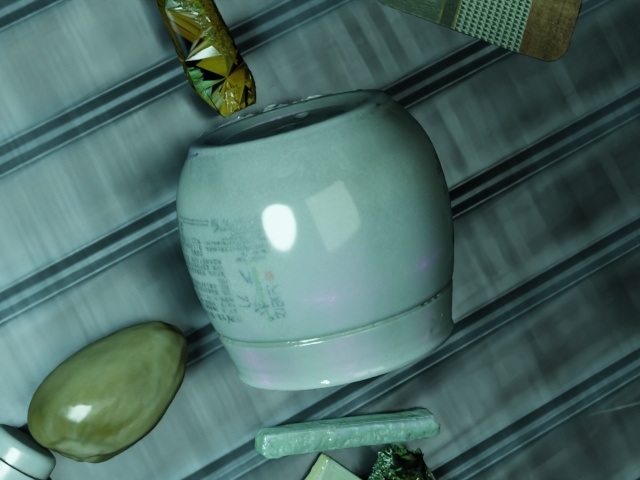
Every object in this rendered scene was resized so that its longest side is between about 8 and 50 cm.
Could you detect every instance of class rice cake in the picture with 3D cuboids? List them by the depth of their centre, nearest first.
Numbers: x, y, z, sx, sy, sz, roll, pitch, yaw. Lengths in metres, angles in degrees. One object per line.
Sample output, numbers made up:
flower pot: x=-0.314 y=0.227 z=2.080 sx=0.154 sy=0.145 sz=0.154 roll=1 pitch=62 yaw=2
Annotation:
rice cake: x=0.030 y=0.208 z=1.935 sx=0.207 sy=0.033 sz=0.033 roll=-5 pitch=103 yaw=-18

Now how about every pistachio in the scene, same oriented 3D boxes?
pistachio: x=-0.211 y=0.154 z=1.827 sx=0.185 sy=0.126 sz=0.108 roll=-34 pitch=143 yaw=-17

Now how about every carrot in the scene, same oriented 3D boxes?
carrot: x=-0.135 y=-0.237 z=1.857 sx=0.069 sy=0.069 sz=0.229 roll=-26 pitch=97 yaw=-15

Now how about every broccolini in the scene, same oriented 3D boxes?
broccolini: x=0.153 y=0.305 z=1.977 sx=0.254 sy=0.057 sz=0.071 roll=36 pitch=99 yaw=-23

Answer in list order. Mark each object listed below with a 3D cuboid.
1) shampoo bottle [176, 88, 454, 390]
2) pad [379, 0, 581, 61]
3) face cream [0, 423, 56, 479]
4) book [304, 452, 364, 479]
shampoo bottle: x=0.000 y=0.000 z=1.797 sx=0.273 sy=0.273 sz=0.266 roll=-19 pitch=105 yaw=-16
pad: x=0.169 y=-0.232 z=1.958 sx=0.250 sy=0.055 sz=0.323 roll=16 pitch=69 yaw=-17
face cream: x=-0.319 y=0.240 z=1.798 sx=0.091 sy=0.091 sz=0.095 roll=33 pitch=90 yaw=-15
book: x=0.063 y=0.390 z=1.952 sx=0.289 sy=0.026 sz=0.201 roll=37 pitch=80 yaw=-15
